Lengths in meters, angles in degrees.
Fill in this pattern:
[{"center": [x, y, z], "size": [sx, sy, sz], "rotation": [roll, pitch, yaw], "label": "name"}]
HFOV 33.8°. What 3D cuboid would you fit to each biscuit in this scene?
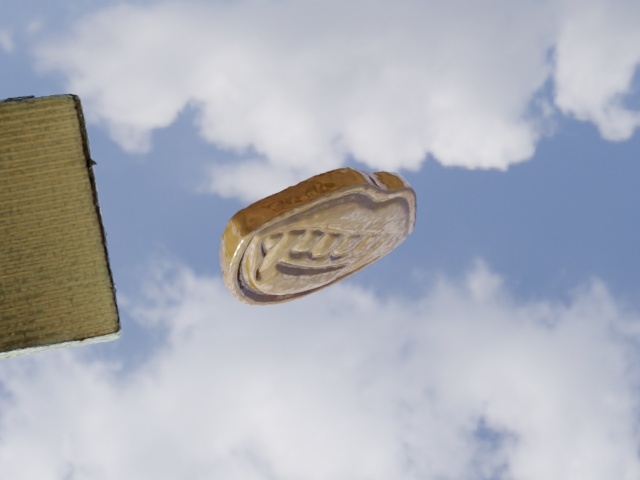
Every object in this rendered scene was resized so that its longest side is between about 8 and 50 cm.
[{"center": [0.000, 0.000, 0.784], "size": [0.029, 0.142, 0.221], "rotation": [56, -156, 20], "label": "biscuit"}, {"center": [-0.227, -0.012, 0.814], "size": [0.121, 0.040, 0.199], "rotation": [-9, -102, -11], "label": "biscuit"}]
